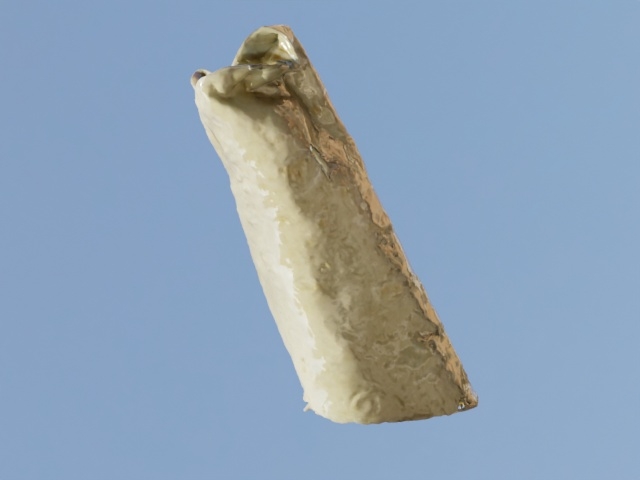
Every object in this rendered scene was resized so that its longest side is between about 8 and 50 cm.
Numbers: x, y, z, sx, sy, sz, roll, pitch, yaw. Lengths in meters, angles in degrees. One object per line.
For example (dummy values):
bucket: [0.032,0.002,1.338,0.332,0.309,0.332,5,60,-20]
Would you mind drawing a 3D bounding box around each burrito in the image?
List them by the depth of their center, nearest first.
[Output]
burrito: [0.000,0.000,1.004,0.087,0.060,0.226,-24,-77,-5]
